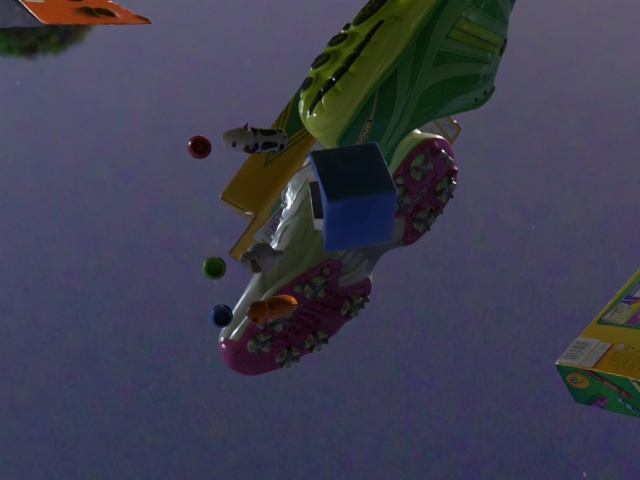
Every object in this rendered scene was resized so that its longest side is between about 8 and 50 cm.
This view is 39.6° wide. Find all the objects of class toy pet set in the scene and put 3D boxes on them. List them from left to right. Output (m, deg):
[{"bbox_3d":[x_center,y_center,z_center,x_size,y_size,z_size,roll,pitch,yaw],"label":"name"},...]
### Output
[{"bbox_3d":[-0.016,-0.012,0.532,0.114,0.122,0.065,-9,-176,-11],"label":"toy pet set"}]

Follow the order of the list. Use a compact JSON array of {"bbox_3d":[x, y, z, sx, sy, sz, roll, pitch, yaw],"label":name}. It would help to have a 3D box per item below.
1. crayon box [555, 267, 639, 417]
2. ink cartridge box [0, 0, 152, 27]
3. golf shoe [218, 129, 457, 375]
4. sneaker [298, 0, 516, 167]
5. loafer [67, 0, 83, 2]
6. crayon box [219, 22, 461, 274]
[{"bbox_3d":[0.483,0.122,1.245,0.278,0.081,0.165,-41,-160,-22],"label":"crayon box"},{"bbox_3d":[-0.252,-0.182,0.557,0.232,0.066,0.189,-19,-141,-39],"label":"ink cartridge box"},{"bbox_3d":[0.000,0.000,0.898,0.306,0.115,0.140,-46,-130,-5],"label":"golf shoe"},{"bbox_3d":[0.111,-0.182,0.761,0.295,0.123,0.109,-43,-145,7],"label":"sneaker"},{"bbox_3d":[-0.347,-0.332,1.147,0.268,0.084,0.096,11,177,10],"label":"loafer"},{"bbox_3d":[0.017,-0.078,1.106,0.083,0.203,0.323,27,-102,45],"label":"crayon box"}]
